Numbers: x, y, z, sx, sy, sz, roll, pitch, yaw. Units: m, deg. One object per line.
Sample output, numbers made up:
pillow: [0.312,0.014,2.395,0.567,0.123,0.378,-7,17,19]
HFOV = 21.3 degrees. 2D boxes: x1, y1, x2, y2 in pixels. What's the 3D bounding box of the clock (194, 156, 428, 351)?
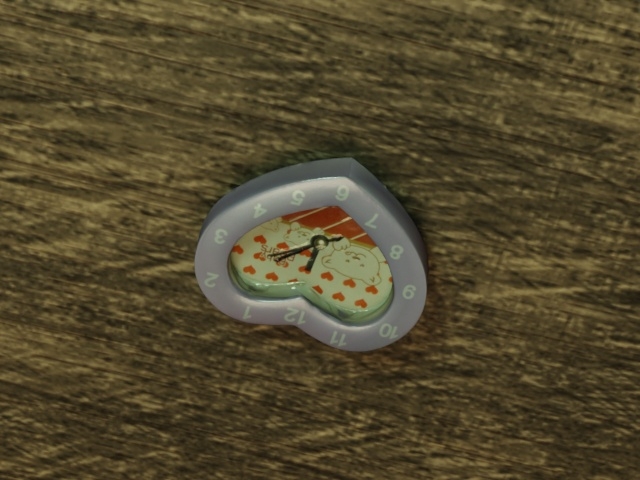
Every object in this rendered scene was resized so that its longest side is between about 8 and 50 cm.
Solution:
clock: [0.000,0.000,1.432,0.198,0.064,0.172,15,123,-6]
